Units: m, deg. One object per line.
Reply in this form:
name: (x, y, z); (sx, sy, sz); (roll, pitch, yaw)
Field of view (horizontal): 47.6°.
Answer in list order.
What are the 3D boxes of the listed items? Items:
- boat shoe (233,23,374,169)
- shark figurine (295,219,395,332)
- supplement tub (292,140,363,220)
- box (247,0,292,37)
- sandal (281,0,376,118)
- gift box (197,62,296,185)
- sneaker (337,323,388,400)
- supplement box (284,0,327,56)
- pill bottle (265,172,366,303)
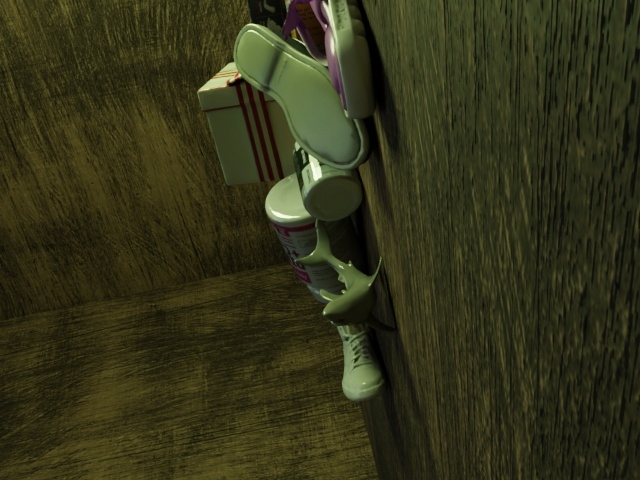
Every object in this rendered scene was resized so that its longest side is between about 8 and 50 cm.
boat shoe: (-0.007, -0.231, 1.154); (0.340, 0.113, 0.127); (43, 122, 34)
shark figurine: (0.066, 0.063, 1.314); (0.116, 0.166, 0.278); (-64, 21, 20)
supplement tub: (0.009, -0.139, 1.407); (0.117, 0.117, 0.190); (81, 176, -47)
box: (-0.079, -0.514, 1.417); (0.163, 0.142, 0.247); (79, 180, -54)
sandal: (-0.007, -0.318, 1.029); (0.416, 0.102, 0.169); (-104, 3, -51)
gift box: (-0.090, -0.296, 1.609); (0.255, 0.277, 0.258); (-77, -24, -61)
sneaker: (0.085, 0.258, 1.716); (0.292, 0.108, 0.169); (-106, 1, -80)
supplement box: (-0.007, -0.344, 1.276); (0.080, 0.078, 0.233); (-118, 16, -72)
pill bottle: (0.000, 0.000, 1.568); (0.160, 0.161, 0.283); (-104, -7, -48)
